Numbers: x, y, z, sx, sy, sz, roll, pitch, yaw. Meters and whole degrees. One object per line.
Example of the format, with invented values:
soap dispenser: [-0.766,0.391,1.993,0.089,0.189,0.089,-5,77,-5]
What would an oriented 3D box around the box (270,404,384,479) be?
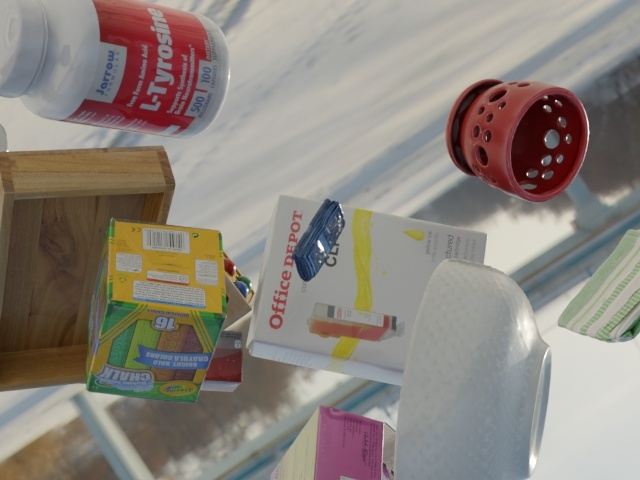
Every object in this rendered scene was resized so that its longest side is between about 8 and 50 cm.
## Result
box: [0.002,0.427,2.005,0.243,0.117,0.213,122,-20,-45]

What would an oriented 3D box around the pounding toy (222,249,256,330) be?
pounding toy: [-0.204,0.072,2.284,0.094,0.181,0.206,-35,-175,7]

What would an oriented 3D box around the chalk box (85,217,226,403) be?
chalk box: [-0.195,0.098,1.423,0.132,0.132,0.213,7,135,-15]

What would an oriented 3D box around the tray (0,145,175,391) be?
tray: [-0.326,0.045,1.600,0.203,0.076,0.411,-4,141,-23]

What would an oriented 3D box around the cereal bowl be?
cereal bowl: [0.196,0.196,1.497,0.141,0.338,0.339,8,-167,16]

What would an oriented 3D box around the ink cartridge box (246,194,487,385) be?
ink cartridge box: [0.080,0.098,2.220,0.385,0.279,0.160,11,165,-3]

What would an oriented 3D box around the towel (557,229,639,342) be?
towel: [0.571,0.082,2.304,0.248,0.038,0.325,-50,-171,-3]

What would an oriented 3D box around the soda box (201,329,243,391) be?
soda box: [-0.261,0.190,2.016,0.263,0.092,0.083,5,162,-12]

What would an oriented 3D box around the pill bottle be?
pill bottle: [-0.374,-0.306,2.112,0.408,0.229,0.229,4,152,-43]

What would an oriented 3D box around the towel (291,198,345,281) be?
towel: [0.000,0.000,1.835,0.029,0.067,0.119,13,-125,27]

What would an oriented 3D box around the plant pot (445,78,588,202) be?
plant pot: [0.317,-0.171,2.044,0.191,0.191,0.174,-33,-150,-23]

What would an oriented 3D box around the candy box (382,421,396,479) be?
candy box: [0.183,0.459,2.295,0.071,0.159,0.233,-37,-139,-14]

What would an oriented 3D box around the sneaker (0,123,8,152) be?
sneaker: [-0.518,-0.078,1.953,0.080,0.212,0.094,2,156,-18]
